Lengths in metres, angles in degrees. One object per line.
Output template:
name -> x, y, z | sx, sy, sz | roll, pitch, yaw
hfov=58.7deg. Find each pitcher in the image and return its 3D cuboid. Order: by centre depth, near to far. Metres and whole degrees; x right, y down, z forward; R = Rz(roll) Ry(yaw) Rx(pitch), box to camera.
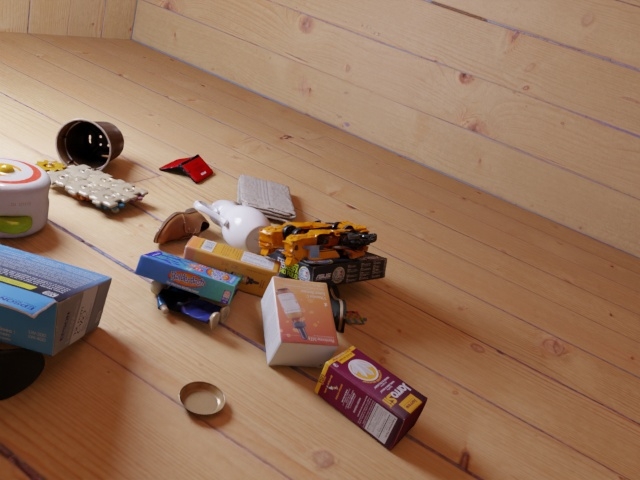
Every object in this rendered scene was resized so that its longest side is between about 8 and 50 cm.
pitcher -> -0.239, -0.047, 1.555 | 0.178, 0.125, 0.207 | 15, 14, -43

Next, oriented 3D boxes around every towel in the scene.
towel -> -0.182, -0.139, 1.895 | 0.187, 0.049, 0.282 | 14, 24, -14

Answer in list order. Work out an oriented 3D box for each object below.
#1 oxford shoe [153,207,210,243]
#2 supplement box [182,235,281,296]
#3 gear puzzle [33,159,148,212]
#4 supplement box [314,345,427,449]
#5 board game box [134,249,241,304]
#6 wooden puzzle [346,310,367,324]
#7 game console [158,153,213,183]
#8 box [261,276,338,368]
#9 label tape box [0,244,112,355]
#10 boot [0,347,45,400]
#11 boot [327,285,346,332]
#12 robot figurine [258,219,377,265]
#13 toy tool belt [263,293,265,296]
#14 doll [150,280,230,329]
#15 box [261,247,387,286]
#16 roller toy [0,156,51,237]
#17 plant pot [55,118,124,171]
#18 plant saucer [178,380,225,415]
oxford shoe -> -0.363, -0.032, 1.513 | 0.076, 0.076, 0.212 | 33, 27, 9
supplement box -> -0.218, 0.065, 1.401 | 0.234, 0.078, 0.080 | 18, 21, -2
gear puzzle -> -0.672, -0.156, 1.600 | 0.339, 0.044, 0.175 | 22, 26, 14
supplement box -> 0.098, 0.303, 1.116 | 0.188, 0.080, 0.104 | 31, 27, 26
board game box -> -0.291, 0.080, 1.281 | 0.211, 0.047, 0.160 | 19, 1, -5
wooden puzzle -> 0.080, 0.193, 1.425 | 0.083, 0.006, 0.049 | 5, 27, -27
game console -> -0.458, -0.239, 1.951 | 0.124, 0.085, 0.144 | 49, 24, -8
box -> -0.047, 0.175, 1.216 | 0.130, 0.091, 0.170 | 8, 44, -22
label tape box -> -0.528, 0.096, 0.939 | 0.249, 0.115, 0.347 | 17, 4, -5
boot -> -0.607, 0.166, 0.906 | 0.263, 0.091, 0.229 | 0, 24, -46
boot -> -0.018, 0.160, 1.365 | 0.137, 0.076, 0.198 | 8, 13, -13
robot figurine -> 0.000, 0.000, 1.451 | 0.291, 0.084, 0.211 | -4, 16, -38
toy tool belt -> -0.101, 0.160, 1.331 | 0.051, 0.052, 0.083 | 39, 9, -43
doll -> -0.292, 0.132, 1.243 | 0.189, 0.046, 0.129 | 21, 23, 18
box -> 0.009, 0.059, 1.526 | 0.270, 0.060, 0.216 | -5, 16, -41
roller toy -> -0.734, -0.109, 1.317 | 0.210, 0.146, 0.191 | 19, 24, 2
plant pot -> -0.694, -0.296, 1.745 | 0.167, 0.166, 0.165 | 17, 16, -3
plant saucer -> -0.212, 0.285, 1.015 | 0.084, 0.015, 0.083 | 16, 25, -7
